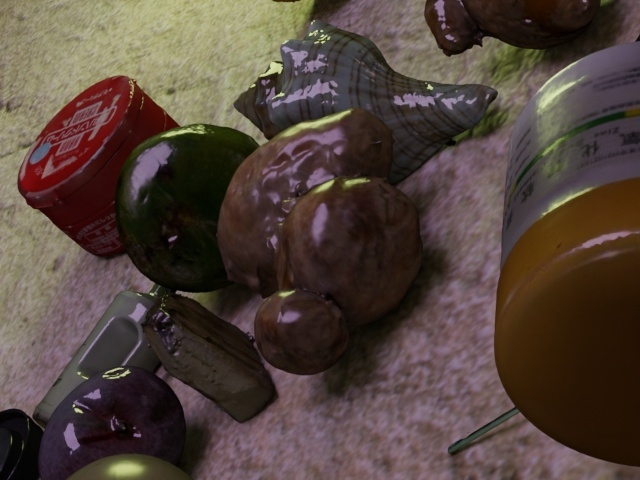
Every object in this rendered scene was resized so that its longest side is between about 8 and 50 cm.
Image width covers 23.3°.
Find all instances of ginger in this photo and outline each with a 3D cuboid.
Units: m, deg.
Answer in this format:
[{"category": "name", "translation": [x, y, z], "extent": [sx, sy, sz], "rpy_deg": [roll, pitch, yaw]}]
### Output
[{"category": "ginger", "translation": [0.000, 0.000, 1.585], "extent": [0.244, 0.155, 0.304], "rpy_deg": [-44, 28, 14]}, {"category": "ginger", "translation": [0.264, -0.330, 1.638], "extent": [0.375, 0.176, 0.256], "rpy_deg": [-42, 44, 10]}]

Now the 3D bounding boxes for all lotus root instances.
[{"category": "lotus root", "translation": [-0.130, 0.121, 1.641], "extent": [0.070, 0.144, 0.143], "rpy_deg": [-51, 18, 10]}]

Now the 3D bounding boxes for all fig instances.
[{"category": "fig", "translation": [-0.148, -0.041, 1.841], "extent": [0.203, 0.203, 0.235], "rpy_deg": [-49, 7, -4]}]

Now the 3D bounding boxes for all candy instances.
[{"category": "candy", "translation": [0.173, 0.138, 1.301], "extent": [0.184, 0.049, 0.055], "rpy_deg": [-38, -3, 34]}]

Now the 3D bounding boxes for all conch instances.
[{"category": "conch", "translation": [0.020, -0.148, 1.752], "extent": [0.386, 0.169, 0.203], "rpy_deg": [7, 85, 59]}]

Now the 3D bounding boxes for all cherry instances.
[{"category": "cherry", "translation": [-0.224, 0.220, 1.637], "extent": [0.176, 0.140, 0.176], "rpy_deg": [-55, 5, 7]}]

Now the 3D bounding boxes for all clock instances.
[{"category": "clock", "translation": [-0.409, 0.291, 1.900], "extent": [0.184, 0.040, 0.184], "rpy_deg": [-33, 30, 23]}]

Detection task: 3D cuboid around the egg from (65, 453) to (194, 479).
[{"category": "egg", "translation": [-0.177, 0.306, 1.403], "extent": [0.186, 0.186, 0.242], "rpy_deg": [-31, 33, 28]}]

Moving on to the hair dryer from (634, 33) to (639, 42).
[{"category": "hair dryer", "translation": [0.352, -0.119, 1.372], "extent": [0.271, 0.091, 0.235], "rpy_deg": [-1, 41, 38]}]

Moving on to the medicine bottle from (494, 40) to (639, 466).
[{"category": "medicine bottle", "translation": [0.249, 0.008, 1.141], "extent": [0.238, 0.238, 0.232], "rpy_deg": [-29, 32, 30]}]

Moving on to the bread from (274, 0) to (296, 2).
[{"category": "bread", "translation": [-0.042, -0.457, 2.145], "extent": [0.145, 0.268, 0.268], "rpy_deg": [-16, 40, 59]}]

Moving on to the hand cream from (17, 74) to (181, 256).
[{"category": "hand cream", "translation": [-0.289, -0.100, 2.130], "extent": [0.230, 0.149, 0.230], "rpy_deg": [-33, 30, 21]}]

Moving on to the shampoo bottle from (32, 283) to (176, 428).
[{"category": "shampoo bottle", "translation": [-0.232, 0.133, 1.810], "extent": [0.234, 0.087, 0.118], "rpy_deg": [-56, 25, -17]}]
